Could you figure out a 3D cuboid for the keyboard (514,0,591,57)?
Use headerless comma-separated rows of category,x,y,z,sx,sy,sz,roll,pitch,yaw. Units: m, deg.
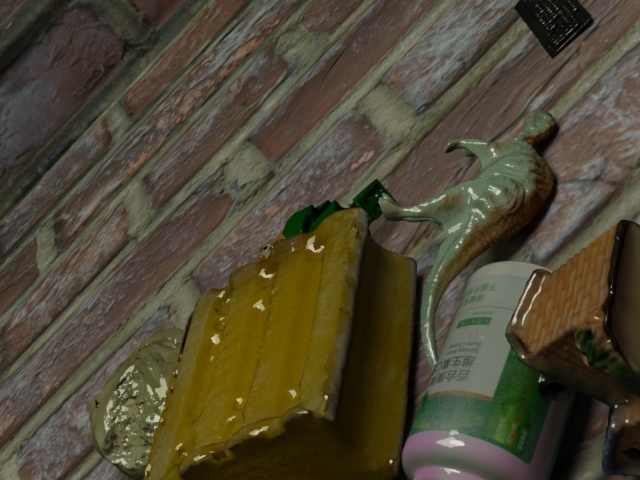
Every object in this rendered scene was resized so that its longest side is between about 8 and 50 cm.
keyboard,0.306,-0.306,1.717,0.074,0.015,0.196,-41,26,16

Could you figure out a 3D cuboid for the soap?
soap,-0.042,0.157,1.456,0.293,0.156,0.335,-35,29,31

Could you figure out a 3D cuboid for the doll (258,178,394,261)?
doll,-0.003,0.006,1.658,0.186,0.106,0.134,-25,28,39

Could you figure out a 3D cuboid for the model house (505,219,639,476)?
model house,0.252,0.099,1.044,0.172,0.183,0.166,-40,23,51

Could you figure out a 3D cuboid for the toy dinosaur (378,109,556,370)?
toy dinosaur,0.155,-0.025,1.441,0.205,0.092,0.393,-1,41,17

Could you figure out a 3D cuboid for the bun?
bun,-0.224,0.208,1.710,0.210,0.116,0.237,-46,24,3

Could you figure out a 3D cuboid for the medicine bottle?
medicine bottle,0.156,0.162,1.167,0.133,0.133,0.274,-17,40,47
